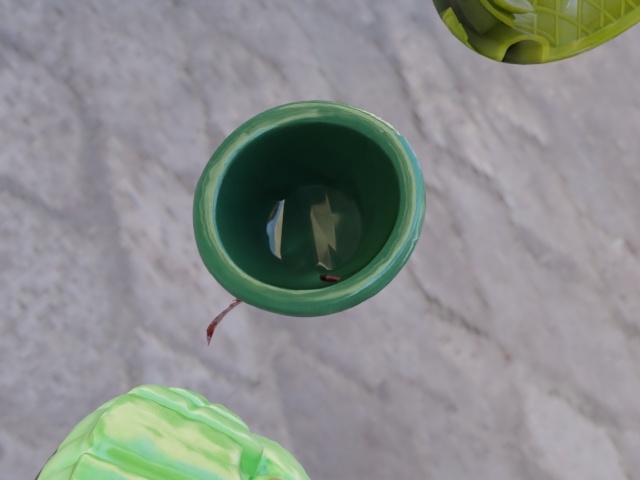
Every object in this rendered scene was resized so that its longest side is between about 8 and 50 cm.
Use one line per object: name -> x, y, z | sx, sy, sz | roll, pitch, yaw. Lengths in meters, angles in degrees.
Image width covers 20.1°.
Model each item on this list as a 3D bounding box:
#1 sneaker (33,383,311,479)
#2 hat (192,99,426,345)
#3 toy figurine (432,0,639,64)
sneaker -> -0.104, 0.219, 0.680 | 0.185, 0.202, 0.483 | 44, 29, -6
hat -> 0.000, 0.000, 1.438 | 0.183, 0.208, 0.173 | 52, 53, -66
toy figurine -> 0.177, -0.231, 0.646 | 0.191, 0.362, 0.217 | 59, -1, 5
